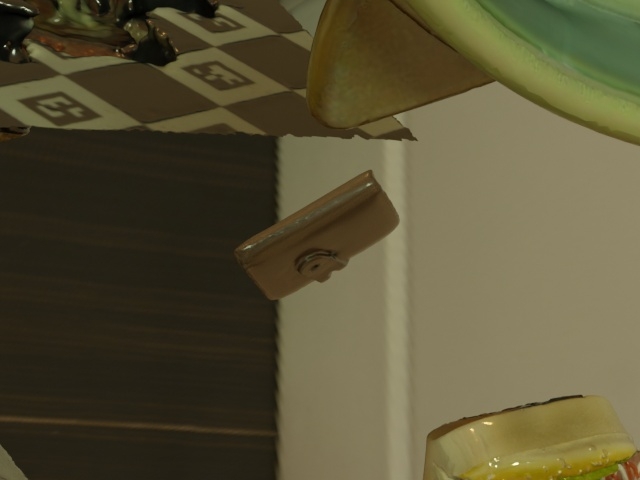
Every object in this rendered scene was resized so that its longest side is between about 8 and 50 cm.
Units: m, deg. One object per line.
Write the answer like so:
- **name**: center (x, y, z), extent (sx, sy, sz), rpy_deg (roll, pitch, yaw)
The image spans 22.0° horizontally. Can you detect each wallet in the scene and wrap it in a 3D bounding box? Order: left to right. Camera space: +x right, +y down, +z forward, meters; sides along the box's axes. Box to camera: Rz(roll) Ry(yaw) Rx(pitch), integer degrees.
- **wallet**: center (0.000, 0.000, 1.556), extent (0.152, 0.118, 0.039), rpy_deg (-32, 64, 1)

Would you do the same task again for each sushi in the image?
- **sushi**: center (-0.136, -0.099, 0.902), extent (0.294, 0.292, 0.059), rpy_deg (2, 119, -28)

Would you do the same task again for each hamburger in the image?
- **hamburger**: center (0.204, 0.216, 1.597), extent (0.210, 0.173, 0.116), rpy_deg (-10, 85, -15)

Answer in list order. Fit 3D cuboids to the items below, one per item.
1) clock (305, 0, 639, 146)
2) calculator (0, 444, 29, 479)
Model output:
- **clock**: center (0.123, -0.147, 0.359), extent (0.286, 0.348, 0.117), rpy_deg (56, 22, -38)
- **calculator**: center (-0.235, 0.067, 0.720), extent (0.021, 0.161, 0.261), rpy_deg (-49, 150, 8)
